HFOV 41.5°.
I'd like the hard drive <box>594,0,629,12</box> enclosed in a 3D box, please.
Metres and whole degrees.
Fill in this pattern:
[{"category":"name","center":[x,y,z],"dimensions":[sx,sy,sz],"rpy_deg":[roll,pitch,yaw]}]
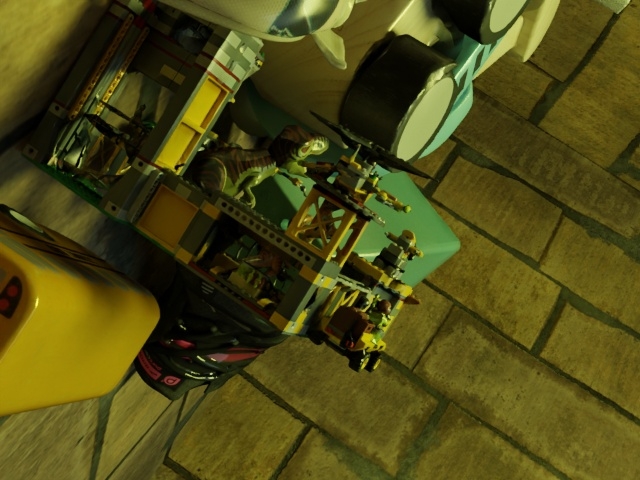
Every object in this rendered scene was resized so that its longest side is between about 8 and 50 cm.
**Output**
[{"category":"hard drive","center":[0.263,-0.389,1.091],"dimensions":[0.040,0.307,0.203],"rpy_deg":[-61,172,18]}]

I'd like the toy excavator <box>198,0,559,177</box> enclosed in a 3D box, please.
[{"category":"toy excavator","center":[0.116,-0.223,0.910],"dimensions":[0.433,0.222,0.445],"rpy_deg":[-53,162,-9]}]

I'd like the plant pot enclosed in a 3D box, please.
[{"category":"plant pot","center":[0.000,0.000,0.894],"dimensions":[0.166,0.165,0.234],"rpy_deg":[-43,163,25]}]

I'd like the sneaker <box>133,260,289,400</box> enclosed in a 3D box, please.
[{"category":"sneaker","center":[-0.145,0.119,1.113],"dimensions":[0.202,0.185,0.483],"rpy_deg":[-45,172,-21]}]

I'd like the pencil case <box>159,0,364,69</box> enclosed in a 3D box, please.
[{"category":"pencil case","center":[0.029,-0.299,0.415],"dimensions":[0.410,0.183,0.160],"rpy_deg":[-56,-152,24]}]

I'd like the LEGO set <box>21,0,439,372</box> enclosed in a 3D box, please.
[{"category":"LEGO set","center":[-0.041,-0.068,0.652],"dimensions":[0.192,0.331,0.255],"rpy_deg":[-58,152,2]}]

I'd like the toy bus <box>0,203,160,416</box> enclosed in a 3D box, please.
[{"category":"toy bus","center":[-0.219,0.043,0.554],"dimensions":[0.108,0.130,0.333],"rpy_deg":[-56,173,-4]}]

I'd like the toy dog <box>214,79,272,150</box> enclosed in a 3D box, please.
[{"category":"toy dog","center":[-0.006,-0.129,1.069],"dimensions":[0.220,0.161,0.333],"rpy_deg":[-61,172,31]}]
